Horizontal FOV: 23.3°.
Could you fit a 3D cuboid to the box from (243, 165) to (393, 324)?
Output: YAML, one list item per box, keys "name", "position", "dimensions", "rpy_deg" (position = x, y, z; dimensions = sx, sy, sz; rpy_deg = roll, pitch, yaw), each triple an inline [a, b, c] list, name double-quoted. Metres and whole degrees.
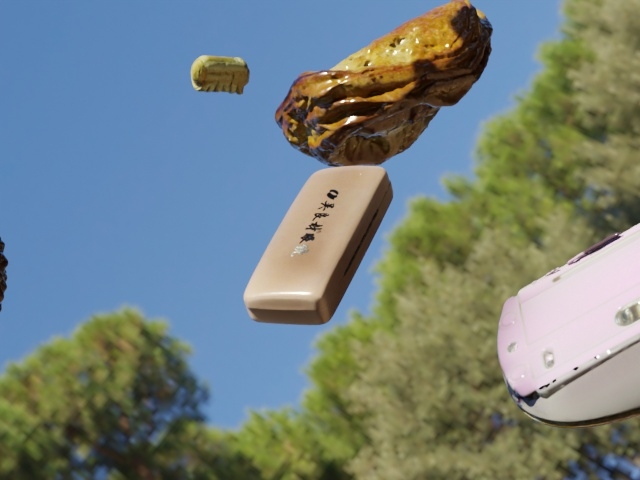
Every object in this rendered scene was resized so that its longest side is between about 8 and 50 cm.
- name: "box"
  position: [0.000, 0.000, 0.809]
  dimensions: [0.115, 0.048, 0.025]
  rpy_deg: [-60, -35, -46]

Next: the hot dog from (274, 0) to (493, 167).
- name: "hot dog"
  position: [0.086, -0.162, 1.664]
  dimensions: [0.259, 0.114, 0.175]
  rpy_deg: [-29, -12, -28]

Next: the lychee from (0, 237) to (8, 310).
- name: "lychee"
  position: [-0.377, 0.037, 1.428]
  dimensions: [0.188, 0.188, 0.188]
  rpy_deg: [-29, -46, -35]

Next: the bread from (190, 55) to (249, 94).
- name: "bread"
  position: [-0.129, -0.210, 1.969]
  dimensions: [0.088, 0.033, 0.049]
  rpy_deg: [-4, -73, -39]

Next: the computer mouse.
- name: "computer mouse"
  position: [0.269, 0.030, 1.107]
  dimensions: [0.310, 0.158, 0.072]
  rpy_deg: [-31, -60, 19]
